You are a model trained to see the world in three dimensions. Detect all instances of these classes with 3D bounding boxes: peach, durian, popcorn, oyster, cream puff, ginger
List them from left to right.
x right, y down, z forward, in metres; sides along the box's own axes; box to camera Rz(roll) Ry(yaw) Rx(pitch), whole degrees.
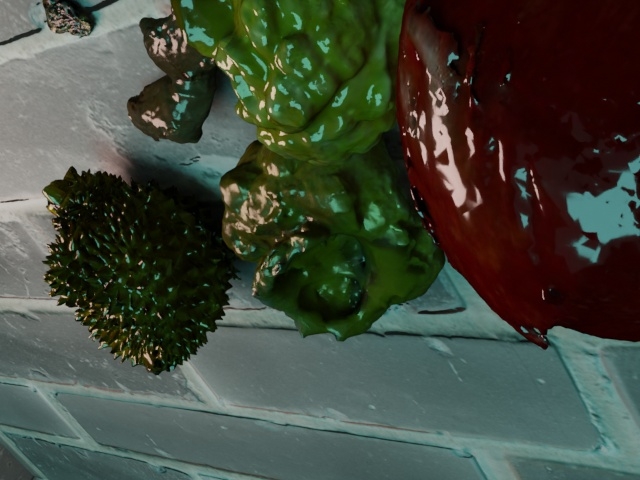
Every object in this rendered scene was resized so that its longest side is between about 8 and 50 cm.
[{"bbox_3d":[-0.303,-0.264,1.125,0.083,0.019,0.054,15,141,27],"label":"oyster"},{"bbox_3d":[-0.247,0.033,1.264,0.293,0.258,0.258,31,147,24],"label":"durian"},{"bbox_3d":[-0.159,-0.185,1.039,0.122,0.084,0.290,32,147,-7],"label":"ginger"},{"bbox_3d":[-0.013,-0.183,0.823,0.237,0.206,0.251,37,167,-32],"label":"popcorn"},{"bbox_3d":[0.001,-0.001,1.040,0.281,0.185,0.282,26,146,20],"label":"cream puff"},{"bbox_3d":[0.207,-0.091,0.599,0.370,0.370,0.370,23,144,18],"label":"peach"}]
